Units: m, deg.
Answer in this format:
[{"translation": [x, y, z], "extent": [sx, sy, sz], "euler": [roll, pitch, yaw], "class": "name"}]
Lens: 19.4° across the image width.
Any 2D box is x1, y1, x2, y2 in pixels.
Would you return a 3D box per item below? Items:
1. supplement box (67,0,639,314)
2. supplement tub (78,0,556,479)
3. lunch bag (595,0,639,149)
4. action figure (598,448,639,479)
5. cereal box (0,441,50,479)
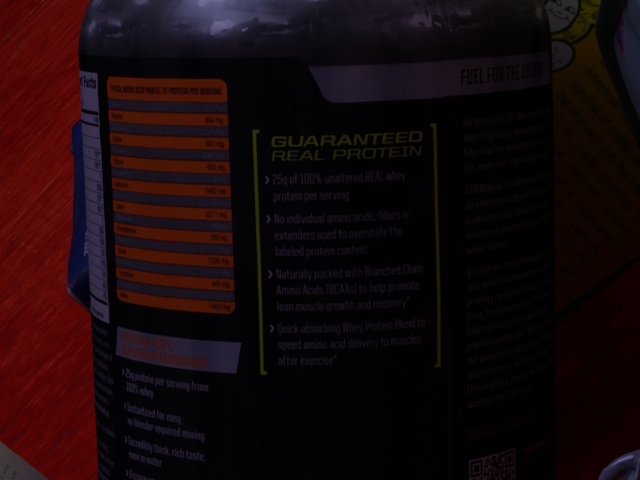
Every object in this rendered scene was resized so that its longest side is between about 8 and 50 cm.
[{"translation": [0.053, -0.064, 1.041], "extent": [0.356, 0.195, 0.194], "euler": [-37, 27, 13], "class": "supplement box"}, {"translation": [0.000, 0.000, 0.826], "extent": [0.207, 0.338, 0.207], "euler": [-1, 8, 0], "class": "supplement tub"}, {"translation": [0.242, -0.095, 0.806], "extent": [0.223, 0.160, 0.262], "euler": [-31, -12, 3], "class": "lunch bag"}, {"translation": [0.233, 0.048, 0.716], "extent": [0.285, 0.099, 0.185], "euler": [-26, 12, 17], "class": "action figure"}, {"translation": [-0.238, 0.174, 1.053], "extent": [0.047, 0.240, 0.173], "euler": [-24, 31, 43], "class": "cereal box"}]
